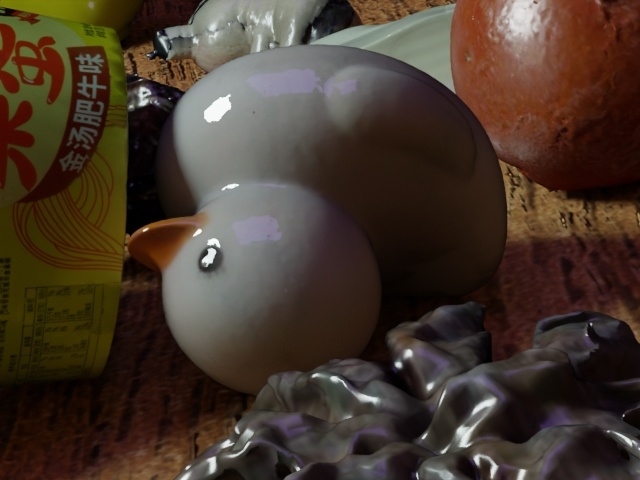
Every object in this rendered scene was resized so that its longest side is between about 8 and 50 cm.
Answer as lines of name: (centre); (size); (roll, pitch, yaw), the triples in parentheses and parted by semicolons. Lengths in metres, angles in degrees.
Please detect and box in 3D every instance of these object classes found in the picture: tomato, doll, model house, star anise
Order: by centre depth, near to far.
star anise: (0.061, 0.116, 0.858); (0.332, 0.117, 0.331); (-7, 21, 3)
doll: (0.000, 0.000, 1.135); (0.251, 0.221, 0.221); (10, 11, -25)
tomato: (0.198, -0.132, 1.304); (0.208, 0.184, 0.208); (-9, 27, 4)
model house: (-0.169, -0.039, 1.426); (0.203, 0.141, 0.164); (-21, 32, 49)
doll: (-0.053, -0.200, 1.758); (0.192, 0.095, 0.149); (4, 29, 32)

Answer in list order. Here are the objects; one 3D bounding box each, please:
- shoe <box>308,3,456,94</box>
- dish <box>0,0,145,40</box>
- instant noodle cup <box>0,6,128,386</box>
shoe: (0.073, -0.157, 1.574); (0.265, 0.095, 0.110); (-13, 20, 8)
dish: (-0.290, -0.261, 2.034); (0.262, 0.108, 0.221); (-7, 22, 21)
instant noodle cup: (-0.249, -0.032, 1.173); (0.222, 0.311, 0.311); (3, 17, -15)
